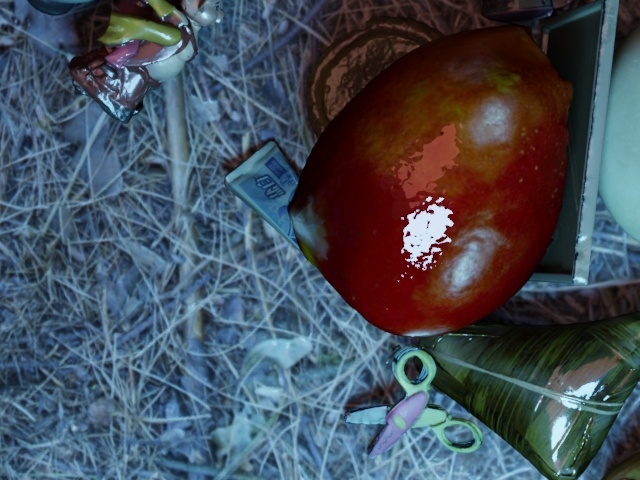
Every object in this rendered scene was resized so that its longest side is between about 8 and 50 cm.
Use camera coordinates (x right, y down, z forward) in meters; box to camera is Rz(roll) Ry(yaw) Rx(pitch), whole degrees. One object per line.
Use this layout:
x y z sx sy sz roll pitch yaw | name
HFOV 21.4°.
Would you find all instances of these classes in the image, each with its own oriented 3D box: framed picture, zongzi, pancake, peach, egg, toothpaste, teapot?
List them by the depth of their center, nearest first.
0.368 -0.119 1.737 0.186 0.186 0.253 18 91 18 | egg
0.130 -0.069 1.758 0.281 0.281 0.338 43 94 15 | peach
0.254 -0.099 1.769 0.020 0.211 0.289 7 89 -9 | framed picture
0.235 0.099 1.808 0.247 0.111 0.241 36 99 23 | zongzi
0.221 -0.311 1.852 0.116 0.148 0.146 4 102 53 | teapot
0.078 -0.162 1.920 0.199 0.021 0.199 -1 86 17 | pancake
0.001 -0.001 1.926 0.268 0.047 0.069 47 114 18 | toothpaste

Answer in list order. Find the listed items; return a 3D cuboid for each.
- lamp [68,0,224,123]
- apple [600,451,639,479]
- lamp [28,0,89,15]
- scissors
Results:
-0.183 -0.254 1.962 0.118 0.118 0.253 45 101 15 | lamp
0.368 0.307 1.707 0.188 0.211 0.211 -36 77 15 | apple
-0.268 -0.385 1.966 0.244 0.198 0.198 -26 79 -2 | lamp
0.090 0.191 1.840 0.133 0.020 0.187 56 141 -1 | scissors
